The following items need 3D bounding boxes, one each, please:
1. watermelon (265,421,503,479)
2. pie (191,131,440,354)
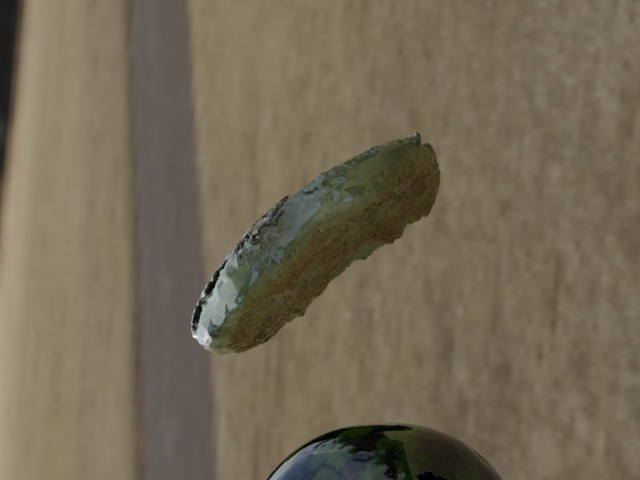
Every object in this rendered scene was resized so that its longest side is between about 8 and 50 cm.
[{"bbox_3d":[0.061,0.319,1.874,0.285,0.285,0.285,-175,90,-76],"label":"watermelon"},{"bbox_3d":[0.000,0.000,2.267,0.078,0.371,0.296,51,165,13],"label":"pie"}]
